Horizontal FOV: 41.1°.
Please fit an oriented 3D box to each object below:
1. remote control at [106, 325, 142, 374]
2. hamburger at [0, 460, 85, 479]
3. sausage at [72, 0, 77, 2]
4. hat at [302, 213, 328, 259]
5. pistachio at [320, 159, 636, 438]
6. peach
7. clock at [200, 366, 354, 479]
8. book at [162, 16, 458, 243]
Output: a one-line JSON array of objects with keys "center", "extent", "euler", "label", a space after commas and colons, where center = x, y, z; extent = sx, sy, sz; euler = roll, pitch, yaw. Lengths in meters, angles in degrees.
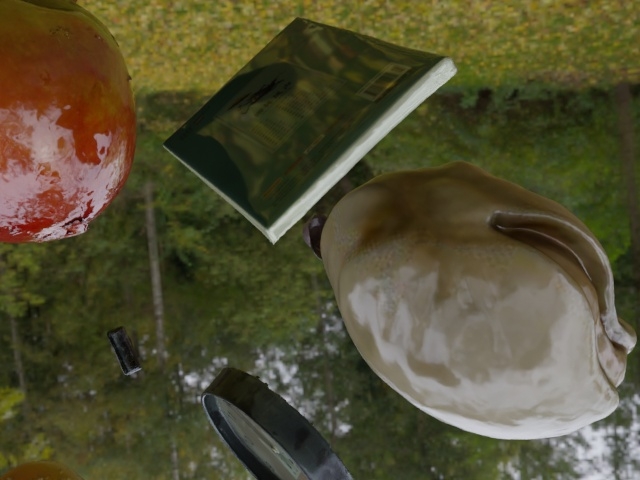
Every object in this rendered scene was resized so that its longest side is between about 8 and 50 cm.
[{"center": [-0.386, 0.216, 1.682], "extent": [0.039, 0.096, 0.014], "euler": [-23, 174, -22], "label": "remote control"}, {"center": [-0.442, 0.504, 1.421], "extent": [0.295, 0.227, 0.151], "euler": [28, 177, 26], "label": "hamburger"}, {"center": [-0.422, -0.561, 1.499], "extent": [0.097, 0.348, 0.094], "euler": [23, -168, -15], "label": "sausage"}, {"center": [0.001, 0.003, 1.278], "extent": [0.058, 0.087, 0.042], "euler": [-12, 154, -27], "label": "hat"}, {"center": [0.198, 0.083, 1.083], "extent": [0.365, 0.445, 0.281], "euler": [-30, -154, 51], "label": "pistachio"}, {"center": [-0.429, -0.168, 1.199], "extent": [0.370, 0.370, 0.370], "euler": [-5, -177, 0], "label": "peach"}, {"center": [-0.089, 0.419, 1.716], "extent": [0.076, 0.386, 0.386], "euler": [-43, -159, -25], "label": "clock"}, {"center": [-0.038, -0.153, 1.006], "extent": [0.264, 0.031, 0.379], "euler": [-43, -148, -5], "label": "book"}]
